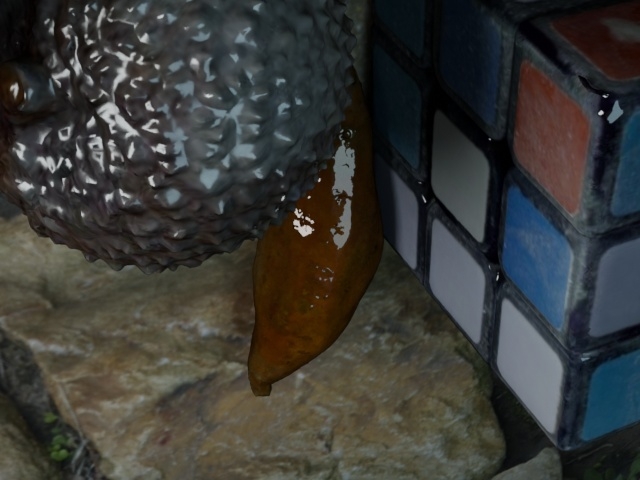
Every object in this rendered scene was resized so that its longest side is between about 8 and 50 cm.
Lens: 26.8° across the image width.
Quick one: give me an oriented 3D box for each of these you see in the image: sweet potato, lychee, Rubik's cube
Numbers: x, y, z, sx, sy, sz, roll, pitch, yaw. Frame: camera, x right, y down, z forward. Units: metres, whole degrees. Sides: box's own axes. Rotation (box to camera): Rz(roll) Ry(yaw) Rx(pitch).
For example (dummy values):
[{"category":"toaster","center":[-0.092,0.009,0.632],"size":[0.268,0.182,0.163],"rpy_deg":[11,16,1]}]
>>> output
[{"category":"sweet potato","center":[0.000,0.005,1.228],"size":[0.112,0.112,0.359],"rpy_deg":[1,124,-32]},{"category":"lychee","center":[-0.102,-0.124,0.923],"size":[0.300,0.300,0.300],"rpy_deg":[-17,135,-18]},{"category":"Rubik's cube","center":[0.259,-0.098,1.118],"size":[0.358,0.362,0.363],"rpy_deg":[-17,136,-22]}]
